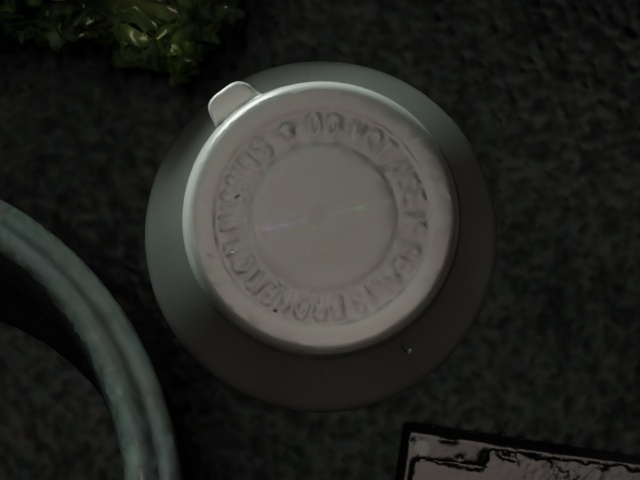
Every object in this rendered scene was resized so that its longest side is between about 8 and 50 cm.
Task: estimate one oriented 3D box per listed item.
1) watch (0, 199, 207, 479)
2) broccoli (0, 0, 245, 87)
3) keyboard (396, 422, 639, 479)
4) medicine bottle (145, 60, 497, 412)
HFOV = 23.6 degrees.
[{"bbox_3d":[-0.219,0.119,0.590,0.335,0.314,0.327,39,74,13],"label":"watch"},{"bbox_3d":[-0.122,-0.166,0.634,0.198,0.176,0.226,-21,92,7],"label":"broccoli"},{"bbox_3d":[0.132,0.127,0.700,0.198,0.010,0.063,9,88,0],"label":"keyboard"},{"bbox_3d":[0.000,0.000,0.606,0.135,0.215,0.135,0,85,0],"label":"medicine bottle"}]
